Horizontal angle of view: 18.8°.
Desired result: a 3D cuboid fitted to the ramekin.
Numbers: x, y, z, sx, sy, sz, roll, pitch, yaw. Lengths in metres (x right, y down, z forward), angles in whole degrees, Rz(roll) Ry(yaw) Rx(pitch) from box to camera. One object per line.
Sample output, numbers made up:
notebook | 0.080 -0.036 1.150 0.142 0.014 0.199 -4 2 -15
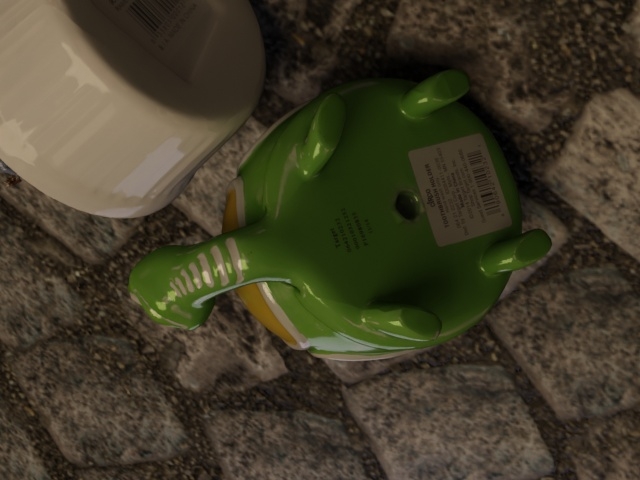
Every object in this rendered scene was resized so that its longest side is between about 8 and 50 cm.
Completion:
ramekin | -0.177 -0.170 1.676 0.277 0.277 0.135 47 128 -11

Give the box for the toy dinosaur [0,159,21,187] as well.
toy dinosaur | -0.334 -0.097 2.003 0.090 0.047 0.082 -20 107 4

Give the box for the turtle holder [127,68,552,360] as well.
turtle holder | 0.016 0.010 1.673 0.243 0.320 0.227 47 148 -13
